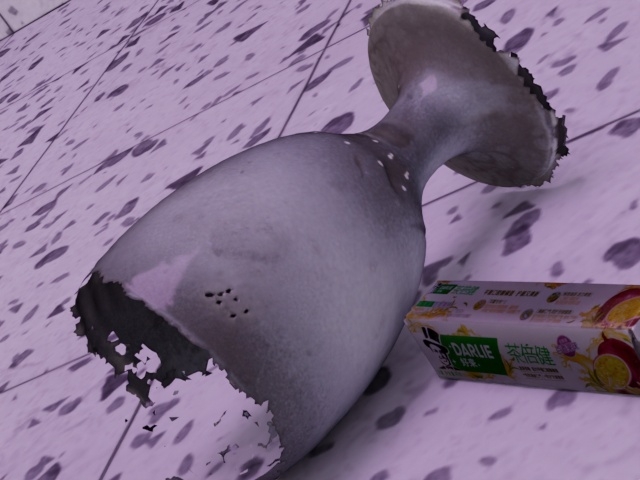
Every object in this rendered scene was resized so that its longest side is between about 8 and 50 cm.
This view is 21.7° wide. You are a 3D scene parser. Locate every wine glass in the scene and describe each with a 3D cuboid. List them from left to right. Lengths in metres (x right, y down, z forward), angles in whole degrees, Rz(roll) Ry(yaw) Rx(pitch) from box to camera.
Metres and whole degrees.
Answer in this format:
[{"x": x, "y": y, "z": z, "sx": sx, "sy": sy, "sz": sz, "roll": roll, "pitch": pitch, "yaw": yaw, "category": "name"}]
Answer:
[{"x": 0.001, "y": -0.005, "z": 1.111, "sx": 0.357, "sy": 0.190, "sz": 0.190, "roll": -47, "pitch": 23, "yaw": -26, "category": "wine glass"}]

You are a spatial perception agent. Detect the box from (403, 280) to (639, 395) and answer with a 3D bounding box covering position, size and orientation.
[{"x": 0.128, "y": 0.055, "z": 0.972, "sx": 0.041, "sy": 0.050, "sz": 0.207, "roll": -44, "pitch": 22, "yaw": -25, "category": "box"}]
